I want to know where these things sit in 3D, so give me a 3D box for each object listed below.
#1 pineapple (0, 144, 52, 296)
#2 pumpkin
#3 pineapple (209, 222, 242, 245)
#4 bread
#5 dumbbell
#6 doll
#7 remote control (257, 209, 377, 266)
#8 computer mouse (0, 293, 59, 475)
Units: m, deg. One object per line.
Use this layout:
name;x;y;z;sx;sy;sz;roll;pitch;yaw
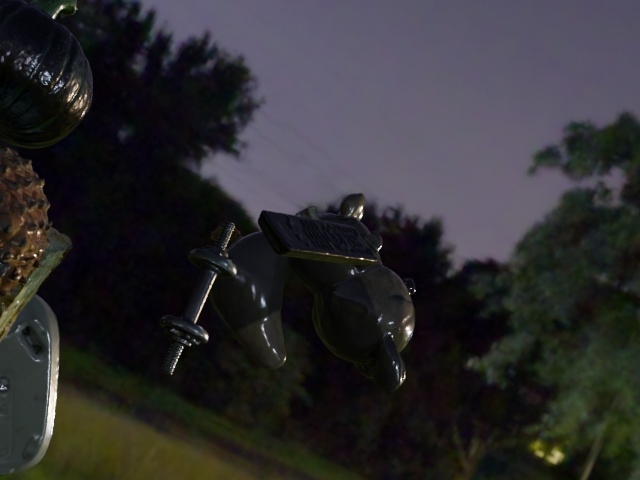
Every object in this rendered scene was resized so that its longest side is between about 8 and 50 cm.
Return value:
pineapple;-0.413;0.001;1.290;0.202;0.202;0.362;27;12;-14
pumpkin;-0.429;-0.268;1.634;0.248;0.248;0.248;26;-5;3
pineapple;-0.191;-0.012;2.376;0.083;0.045;0.019;19;7;26
bread;-0.481;0.077;1.773;0.088;0.232;0.128;37;4;-5
dumbbell;-0.187;0.085;1.750;0.082;0.253;0.081;21;-16;6
doll;0.003;0.135;2.232;0.252;0.379;0.382;65;4;-84
remote control;0.000;0.000;1.389;0.063;0.025;0.245;59;21;20
computer mouse;-0.559;0.243;2.000;0.197;0.330;0.095;4;1;-17
